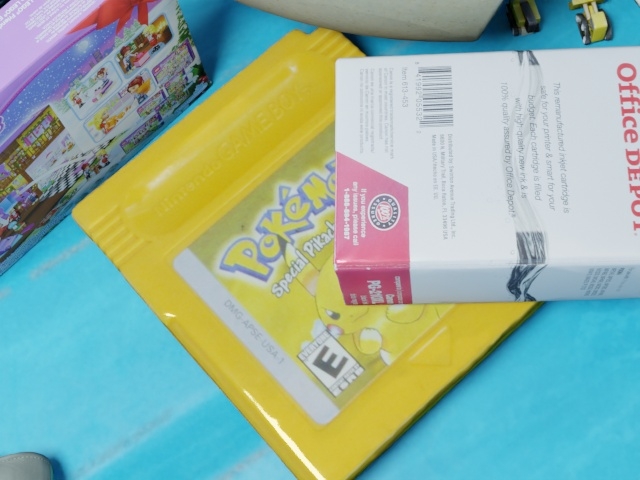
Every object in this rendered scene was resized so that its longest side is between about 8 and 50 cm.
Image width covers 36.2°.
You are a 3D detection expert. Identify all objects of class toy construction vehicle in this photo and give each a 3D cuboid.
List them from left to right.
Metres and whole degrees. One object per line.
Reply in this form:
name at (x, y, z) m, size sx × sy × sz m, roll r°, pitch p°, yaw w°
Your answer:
toy construction vehicle at (0.209, -0.220, 0.874) m, size 0.086 × 0.035 × 0.098 m, roll -10°, pitch 70°, yaw 1°

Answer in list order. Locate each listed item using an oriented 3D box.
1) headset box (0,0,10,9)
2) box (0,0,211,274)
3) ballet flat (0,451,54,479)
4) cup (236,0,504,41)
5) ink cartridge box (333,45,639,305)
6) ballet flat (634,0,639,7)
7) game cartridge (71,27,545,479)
headset box at (-0.329, -0.227, 0.786) m, size 0.110 × 0.293 × 0.218 m, roll -2°, pitch 71°, yaw 4°
box at (-0.227, -0.093, 0.779) m, size 0.293 × 0.201 × 0.057 m, roll -44°, pitch 73°, yaw -11°
ballet flat at (-0.309, 0.206, 0.760) m, size 0.213 × 0.072 × 0.068 m, roll -9°, pitch 43°, yaw 1°
cup at (0.072, -0.292, 0.782) m, size 0.237 × 0.331 × 0.331 m, roll 33°, pitch 76°, yaw 1°
ink cartridge box at (0.132, -0.046, 0.734) m, size 0.237 × 0.100 × 0.172 m, roll -1°, pitch 69°, yaw 6°
ballet flat at (0.362, -0.204, 0.822) m, size 0.147 × 0.147 × 0.409 m, roll -42°, pitch 69°, yaw -10°
game cartridge at (0.000, 0.000, 0.806) m, size 0.285 × 0.053 × 0.324 m, roll -41°, pitch 74°, yaw -10°
